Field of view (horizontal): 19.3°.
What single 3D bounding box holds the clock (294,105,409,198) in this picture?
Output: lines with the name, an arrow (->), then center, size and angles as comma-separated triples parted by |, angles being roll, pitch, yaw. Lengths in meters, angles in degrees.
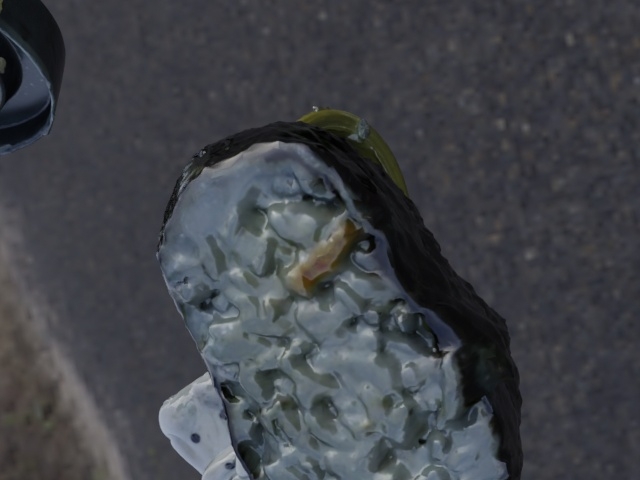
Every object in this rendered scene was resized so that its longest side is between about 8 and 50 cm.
clock -> 0.000, 0.000, 1.689 | 0.057, 0.237, 0.237 | 0, 103, 38

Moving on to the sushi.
sushi -> 0.019, 0.073, 1.377 | 0.350, 0.211, 0.171 | 56, -167, -2

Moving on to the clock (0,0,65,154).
clock -> -0.474, -0.227, 2.132 | 0.386, 0.386, 0.076 | 127, 160, -60

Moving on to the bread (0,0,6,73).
bread -> -0.300, -0.242, 1.391 | 0.142, 0.178, 0.266 | 138, 143, -72

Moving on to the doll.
doll -> -0.093, 0.220, 2.002 | 0.181, 0.110, 0.107 | 59, -174, 18
